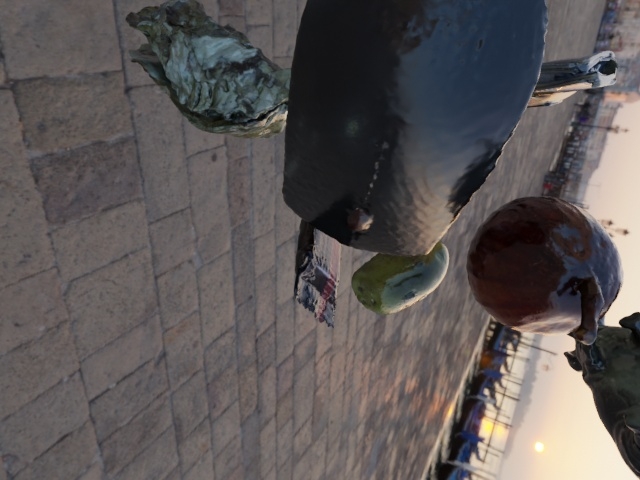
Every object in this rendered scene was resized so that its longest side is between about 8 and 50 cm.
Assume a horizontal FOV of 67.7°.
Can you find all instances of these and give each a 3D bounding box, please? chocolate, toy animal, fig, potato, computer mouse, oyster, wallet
[{"bbox_3d":[0.000,0.000,0.525,0.086,0.028,0.183,46,36,-43],"label":"chocolate"},{"bbox_3d":[0.402,0.171,0.641,0.343,0.106,0.169,-55,124,-72],"label":"toy animal"},{"bbox_3d":[0.185,0.023,0.404,0.150,0.128,0.129,7,97,-59],"label":"fig"},{"bbox_3d":[0.222,0.087,1.182,0.271,0.111,0.160,-30,101,-18],"label":"potato"},{"bbox_3d":[0.051,-0.079,0.371,0.295,0.168,0.087,104,6,-46],"label":"computer mouse"},{"bbox_3d":[-0.134,-0.225,0.630,0.162,0.351,0.158,-30,136,-28],"label":"oyster"},{"bbox_3d":[0.309,-0.234,0.727,0.170,0.230,0.070,-20,105,-44],"label":"wallet"}]
